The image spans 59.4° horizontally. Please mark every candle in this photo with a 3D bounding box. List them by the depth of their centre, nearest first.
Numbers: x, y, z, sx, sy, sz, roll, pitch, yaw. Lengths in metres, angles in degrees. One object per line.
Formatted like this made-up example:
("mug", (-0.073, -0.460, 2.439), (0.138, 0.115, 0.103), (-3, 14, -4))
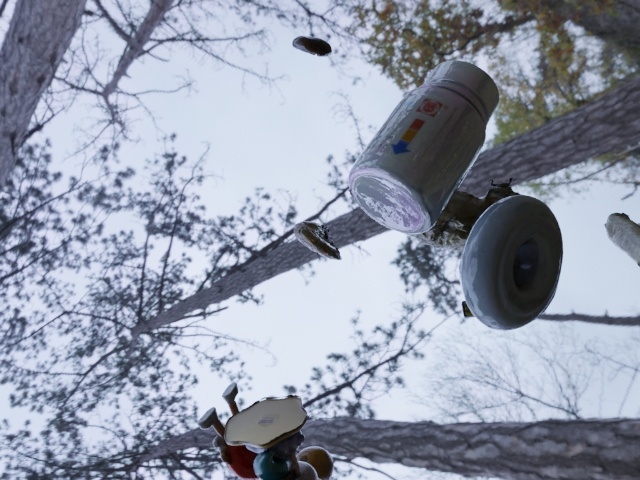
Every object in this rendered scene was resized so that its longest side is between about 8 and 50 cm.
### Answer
("candle", (0.463, 0.187, 1.567), (0.052, 0.130, 0.052), (-10, -90, -70))

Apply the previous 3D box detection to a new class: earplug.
("earplug", (0.308, 0.044, 0.940), (0.214, 0.174, 0.325), (-68, -24, -4))

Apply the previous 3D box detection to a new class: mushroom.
("mushroom", (-0.024, -0.572, 1.648), (0.123, 0.123, 0.052), (0, -69, -38))

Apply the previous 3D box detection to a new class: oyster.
("oyster", (0.350, -0.057, 1.283), (0.336, 0.133, 0.198), (-9, -142, -12))

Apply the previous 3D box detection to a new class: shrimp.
("shrimp", (-0.001, 0.002, 1.170), (0.115, 0.051, 0.217), (45, -174, 1))

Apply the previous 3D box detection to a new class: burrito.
("burrito", (0.667, 0.008, 1.172), (0.086, 0.061, 0.226), (13, -154, -6))

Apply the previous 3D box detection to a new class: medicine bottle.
("medicine bottle", (0.186, -0.167, 0.968), (0.170, 0.170, 0.293), (42, -112, -16))

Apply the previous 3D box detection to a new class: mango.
("mango", (-0.015, 0.568, 1.385), (0.102, 0.184, 0.085), (-11, -131, 0))

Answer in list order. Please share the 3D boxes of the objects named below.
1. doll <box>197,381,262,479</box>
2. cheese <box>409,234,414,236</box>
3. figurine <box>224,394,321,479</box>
("doll", (-0.179, 0.454, 1.279), (0.217, 0.085, 0.183), (55, -153, -4))
("cheese", (0.340, -0.128, 2.102), (0.117, 0.214, 0.226), (1, -90, -29))
("figurine", (-0.076, 0.451, 1.054), (0.180, 0.208, 0.257), (-20, -76, -11))
